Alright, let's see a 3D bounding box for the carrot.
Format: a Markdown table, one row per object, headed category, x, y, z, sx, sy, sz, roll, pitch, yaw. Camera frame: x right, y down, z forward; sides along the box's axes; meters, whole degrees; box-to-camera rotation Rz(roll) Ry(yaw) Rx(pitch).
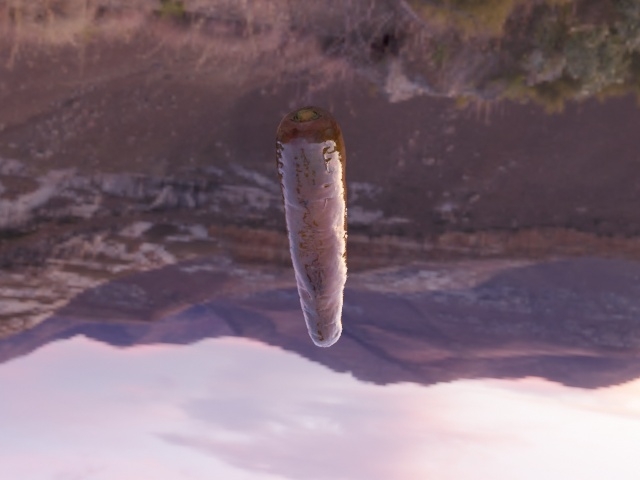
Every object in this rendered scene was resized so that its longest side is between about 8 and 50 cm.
| category | x | y | z | sx | sy | sz | roll | pitch | yaw |
| --- | --- | --- | --- | --- | --- | --- | --- | --- | --- |
| carrot | 0.000 | 0.000 | 0.643 | 0.047 | 0.191 | 0.047 | -5 | -147 | 3 |
